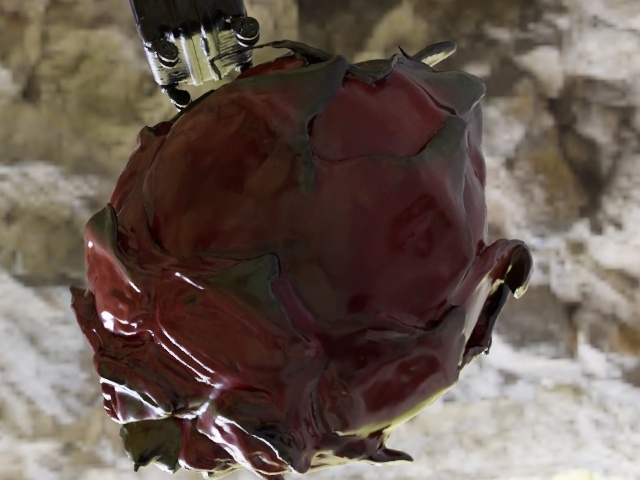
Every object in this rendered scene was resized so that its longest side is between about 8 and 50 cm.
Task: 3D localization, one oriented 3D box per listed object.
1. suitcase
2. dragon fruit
[{"bbox_3d":[-0.073,-0.139,0.806,0.086,0.059,0.126,88,166,-73],"label":"suitcase"},{"bbox_3d":[0.000,0.000,0.729,0.274,0.192,0.193,-51,-9,-17],"label":"dragon fruit"}]
